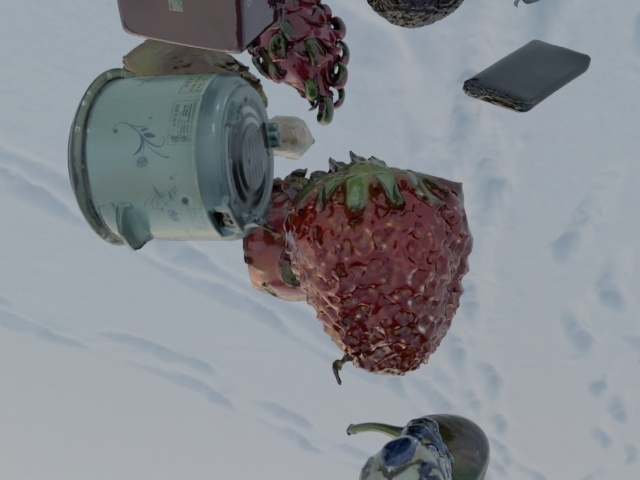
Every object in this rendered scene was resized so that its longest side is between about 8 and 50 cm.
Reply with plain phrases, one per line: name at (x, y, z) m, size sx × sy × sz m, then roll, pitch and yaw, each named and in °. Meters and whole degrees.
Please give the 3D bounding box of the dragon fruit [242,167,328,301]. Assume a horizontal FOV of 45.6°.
dragon fruit at (0.000, 0.000, 1.472) m, size 0.290 × 0.250 × 0.269 m, roll -9°, pitch 154°, yaw -1°

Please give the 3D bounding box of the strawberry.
strawberry at (0.078, 0.056, 1.096) m, size 0.292 × 0.344 × 0.292 m, roll -3°, pitch -165°, yaw 1°

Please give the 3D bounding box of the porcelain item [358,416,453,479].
porcelain item at (0.135, 0.398, 1.048) m, size 0.137 × 0.288 × 0.186 m, roll -10°, pitch -169°, yaw 25°

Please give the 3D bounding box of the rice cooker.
rice cooker at (-0.225, -0.120, 1.134) m, size 0.316 × 0.317 × 0.264 m, roll -7°, pitch 149°, yaw 10°

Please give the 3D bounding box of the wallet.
wallet at (0.393, -0.310, 1.441) m, size 0.149 × 0.250 × 0.044 m, roll 28°, pitch 138°, yaw 34°

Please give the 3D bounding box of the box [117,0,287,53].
box at (-0.219, -0.450, 1.352) m, size 0.293 × 0.168 × 0.193 m, roll 13°, pitch 135°, yaw 14°

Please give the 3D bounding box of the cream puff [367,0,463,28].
cream puff at (0.181, -0.528, 1.475) m, size 0.238 × 0.239 × 0.165 m, roll 5°, pitch 172°, yaw -11°

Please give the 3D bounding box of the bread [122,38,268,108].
bread at (-0.307, -0.356, 1.712) m, size 0.277 × 0.324 × 0.167 m, roll -31°, pitch 138°, yaw -12°

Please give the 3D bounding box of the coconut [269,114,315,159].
coconut at (-0.074, -0.245, 1.839) m, size 0.124 × 0.110 × 0.110 m, roll 7°, pitch 149°, yaw -9°

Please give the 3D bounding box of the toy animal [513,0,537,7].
toy animal at (0.318, -0.389, 1.194) m, size 0.084 × 0.050 × 0.028 m, roll 29°, pitch 158°, yaw -33°

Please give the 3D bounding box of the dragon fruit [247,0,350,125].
dragon fruit at (-0.027, -0.400, 1.602) m, size 0.272 × 0.218 × 0.198 m, roll 40°, pitch 115°, yaw 7°

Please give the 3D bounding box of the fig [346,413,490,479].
fig at (0.153, 0.328, 1.236) m, size 0.245 × 0.149 × 0.149 m, roll 15°, pitch 157°, yaw 24°
